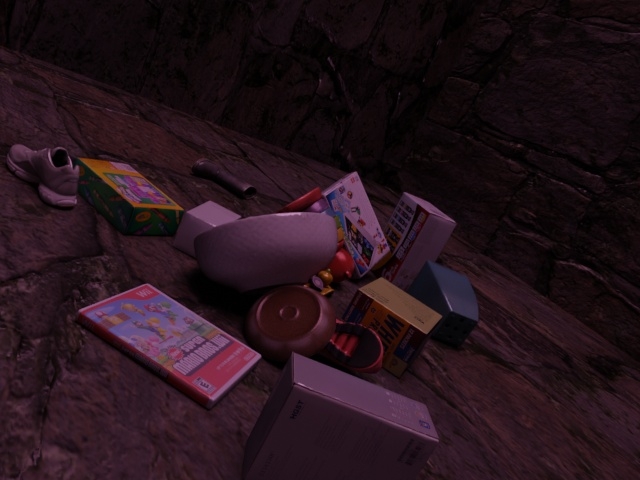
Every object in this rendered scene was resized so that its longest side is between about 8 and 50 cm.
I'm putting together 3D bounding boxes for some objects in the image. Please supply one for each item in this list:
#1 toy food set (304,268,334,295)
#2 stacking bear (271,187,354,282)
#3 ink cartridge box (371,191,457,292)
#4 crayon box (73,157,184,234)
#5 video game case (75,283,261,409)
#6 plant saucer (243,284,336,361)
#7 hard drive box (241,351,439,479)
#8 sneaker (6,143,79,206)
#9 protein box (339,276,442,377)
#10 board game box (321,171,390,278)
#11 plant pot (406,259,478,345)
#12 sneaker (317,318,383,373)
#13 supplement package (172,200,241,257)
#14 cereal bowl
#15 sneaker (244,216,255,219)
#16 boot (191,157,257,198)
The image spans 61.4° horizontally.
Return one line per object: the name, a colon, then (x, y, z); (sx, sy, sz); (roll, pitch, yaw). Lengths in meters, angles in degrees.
toy food set: (-0.049, 0.086, 1.552); (0.217, 0.071, 0.128); (22, 16, -15)
stacking bear: (0.000, 0.000, 1.651); (0.289, 0.164, 0.175); (60, -19, -5)
ink cartridge box: (0.305, 0.002, 1.951); (0.129, 0.310, 0.272); (19, 17, -26)
crayon box: (-0.514, -0.116, 1.426); (0.278, 0.081, 0.165); (36, 18, 28)
video game case: (-0.267, 0.181, 0.989); (0.285, 0.025, 0.204); (30, 16, 10)
plant saucer: (-0.066, 0.162, 1.136); (0.198, 0.036, 0.199); (-3, 46, 3)
hard drive box: (0.026, 0.298, 0.802); (0.232, 0.181, 0.089); (24, 16, -11)
sneaker: (-0.672, -0.190, 1.332); (0.262, 0.121, 0.099); (34, 17, 24)
protein box: (0.178, 0.216, 1.388); (0.199, 0.136, 0.201); (33, 16, 17)
board game box: (0.110, -0.051, 1.792); (0.053, 0.306, 0.193); (-9, 21, 46)
plant pot: (0.399, 0.211, 1.722); (0.165, 0.166, 0.234); (22, 23, -16)
sneaker: (0.001, 0.219, 1.211); (0.313, 0.116, 0.136); (25, -21, 27)
supplement package: (-0.300, -0.027, 1.445); (0.105, 0.105, 0.179); (27, 15, 1)
cereal bowl: (-0.118, 0.045, 1.264); (0.338, 0.141, 0.339); (-10, -11, -2)
sneaker: (-0.148, -0.009, 1.705); (0.237, 0.085, 0.086); (16, 45, -44)
boot: (-0.368, -0.231, 2.072); (0.208, 0.076, 0.189); (40, 22, 20)
